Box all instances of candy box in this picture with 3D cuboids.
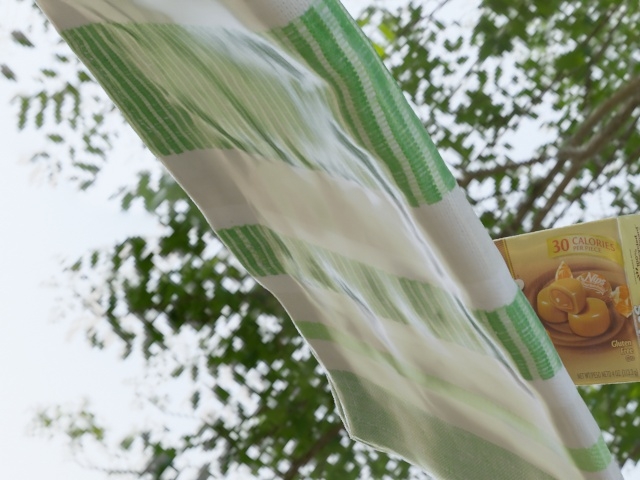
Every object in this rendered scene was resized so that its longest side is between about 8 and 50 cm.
[{"bbox_3d":[0.262,0.082,1.379,0.316,0.088,0.182,-13,-96,50],"label":"candy box"}]

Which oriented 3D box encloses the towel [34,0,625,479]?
[{"bbox_3d":[0.000,0.000,0.501,0.325,0.038,0.248,57,-19,-24],"label":"towel"}]
